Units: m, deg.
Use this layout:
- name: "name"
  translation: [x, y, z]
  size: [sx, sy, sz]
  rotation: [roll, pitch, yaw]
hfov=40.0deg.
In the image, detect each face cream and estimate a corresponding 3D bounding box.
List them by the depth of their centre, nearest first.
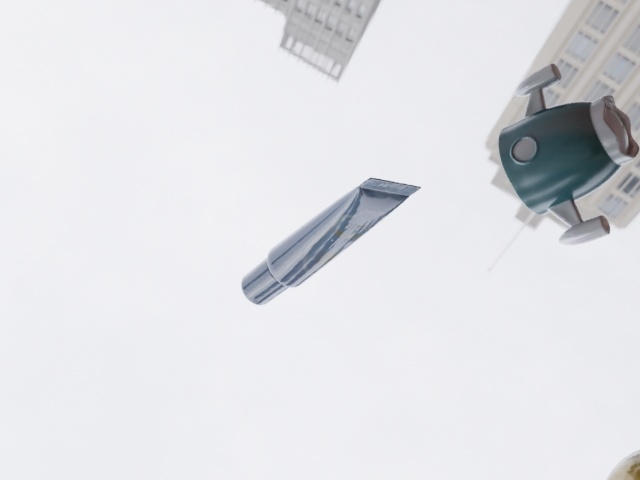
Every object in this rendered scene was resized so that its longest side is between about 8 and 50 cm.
- name: "face cream"
  translation: [0.000, 0.000, 1.550]
  size: [0.136, 0.385, 0.086]
  rotation: [6, -124, -46]

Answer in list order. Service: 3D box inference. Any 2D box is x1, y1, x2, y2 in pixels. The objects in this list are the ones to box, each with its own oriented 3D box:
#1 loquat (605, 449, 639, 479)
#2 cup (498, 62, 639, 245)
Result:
- name: "loquat"
  translation: [0.581, 0.466, 1.392]
  size: [0.275, 0.275, 0.274]
  rotation: [10, -129, -13]
- name: "cup"
  translation: [0.394, -0.143, 1.379]
  size: [0.167, 0.173, 0.299]
  rotation: [11, -118, -48]
